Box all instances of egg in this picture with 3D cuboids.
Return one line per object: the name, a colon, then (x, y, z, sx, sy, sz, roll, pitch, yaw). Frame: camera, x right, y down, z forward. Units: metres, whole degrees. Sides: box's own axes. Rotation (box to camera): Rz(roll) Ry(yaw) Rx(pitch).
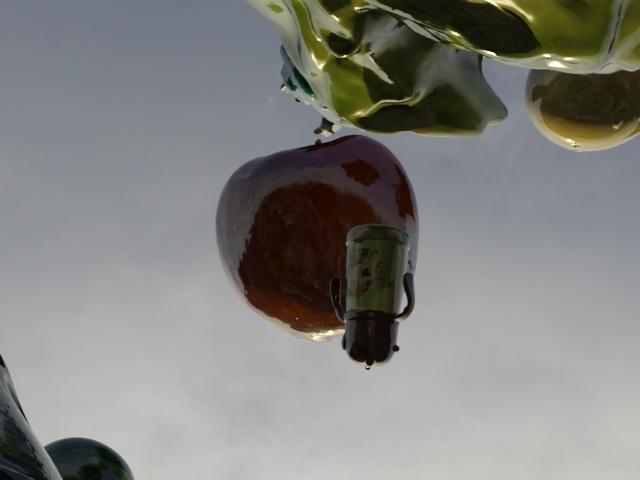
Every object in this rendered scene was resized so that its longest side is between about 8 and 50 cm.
egg: (0.349, -0.195, 1.226, 0.202, 0.164, 0.164, -18, -50, -27)

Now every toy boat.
toy boat: (-0.003, -0.197, 1.234, 0.092, 0.299, 0.134, -33, -100, 8)

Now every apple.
apple: (0.000, 0.000, 1.054, 0.230, 0.230, 0.229, 0, -55, 0)

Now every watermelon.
watermelon: (-0.197, 0.214, 0.792, 0.109, 0.109, 0.108, 0, -55, 0)

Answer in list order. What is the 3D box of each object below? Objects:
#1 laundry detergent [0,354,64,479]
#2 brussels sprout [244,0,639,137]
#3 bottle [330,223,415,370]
laundry detergent: (-0.200, 0.100, 0.524, 0.078, 0.222, 0.144, -46, -52, -2)
brussels sprout: (0.085, -0.276, 0.583, 0.361, 0.342, 0.425, 31, -32, -17)
bottle: (0.038, 0.041, 0.687, 0.047, 0.101, 0.063, 14, -18, -25)
